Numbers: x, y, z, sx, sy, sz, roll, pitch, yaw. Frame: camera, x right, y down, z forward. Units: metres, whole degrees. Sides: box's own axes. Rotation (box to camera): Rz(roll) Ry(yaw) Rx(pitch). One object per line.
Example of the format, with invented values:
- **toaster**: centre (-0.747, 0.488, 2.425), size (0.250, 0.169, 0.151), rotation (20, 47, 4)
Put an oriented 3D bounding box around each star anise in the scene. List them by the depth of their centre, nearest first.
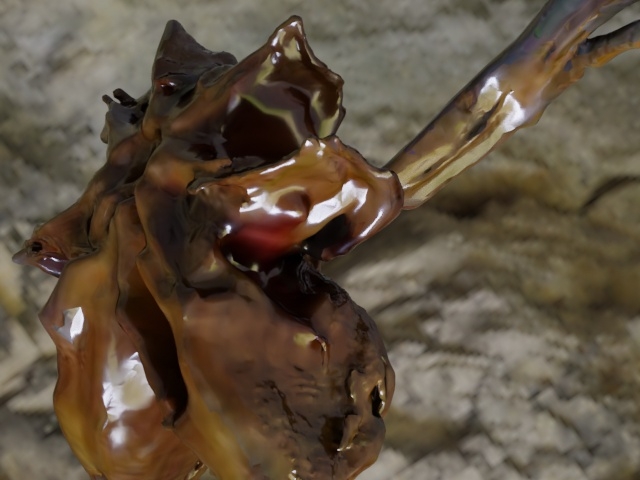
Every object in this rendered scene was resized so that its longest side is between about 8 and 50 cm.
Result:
- **star anise**: centre (-0.004, -0.007, 0.731), size (0.148, 0.346, 0.237), rotation (40, -169, -47)
